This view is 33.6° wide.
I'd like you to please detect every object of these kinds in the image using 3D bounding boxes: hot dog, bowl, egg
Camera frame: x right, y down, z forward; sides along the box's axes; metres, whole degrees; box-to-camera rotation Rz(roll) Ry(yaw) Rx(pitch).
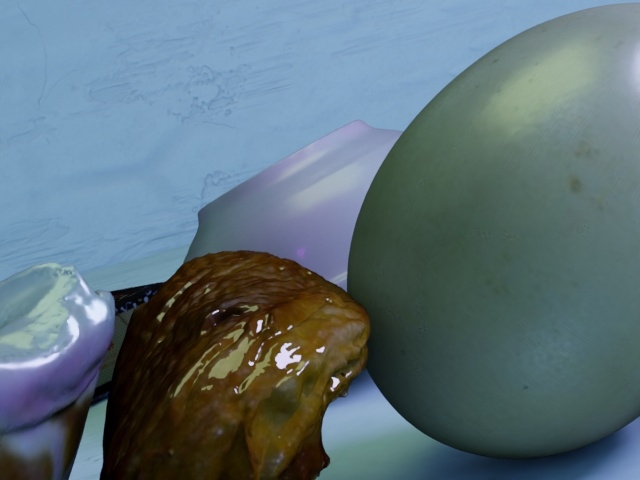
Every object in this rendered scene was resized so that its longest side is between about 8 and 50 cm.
[{"bbox_3d":[-0.050,0.079,0.513,0.099,0.160,0.227,29,9,-17],"label":"hot dog"},{"bbox_3d":[0.000,0.000,0.878,0.287,0.144,0.287,-30,3,2],"label":"bowl"},{"bbox_3d":[0.121,-0.006,0.554,0.254,0.188,0.188,-60,2,4],"label":"egg"}]

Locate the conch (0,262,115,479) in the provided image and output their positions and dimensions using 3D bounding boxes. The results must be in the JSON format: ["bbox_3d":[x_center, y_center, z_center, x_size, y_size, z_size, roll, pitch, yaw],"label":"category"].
[{"bbox_3d":[-0.267,0.124,0.460,0.368,0.197,0.249,-6,-2,5],"label":"conch"}]

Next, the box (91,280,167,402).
[{"bbox_3d":[-0.300,0.129,1.020,0.198,0.084,0.310,-11,8,37],"label":"box"}]
